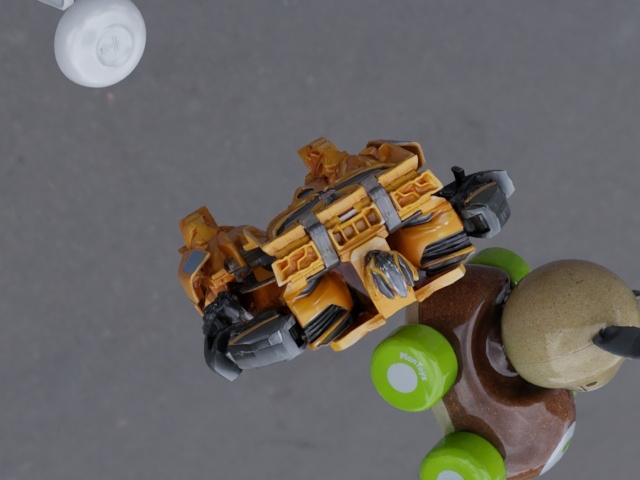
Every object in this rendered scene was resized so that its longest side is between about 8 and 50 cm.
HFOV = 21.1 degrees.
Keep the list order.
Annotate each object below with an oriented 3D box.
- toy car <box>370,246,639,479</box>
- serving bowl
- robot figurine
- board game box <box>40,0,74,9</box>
[{"bbox_3d":[0.155,0.071,1.072,0.188,0.149,0.155,-17,-167,36],"label":"toy car"},{"bbox_3d":[-0.177,-0.163,1.418,0.083,0.027,0.083,-19,123,-31],"label":"serving bowl"},{"bbox_3d":[0.000,0.000,1.070,0.211,0.291,0.085,-32,100,-10],"label":"robot figurine"},{"bbox_3d":[-0.344,-0.392,1.328,0.050,0.390,0.390,-37,128,-21],"label":"board game box"}]
